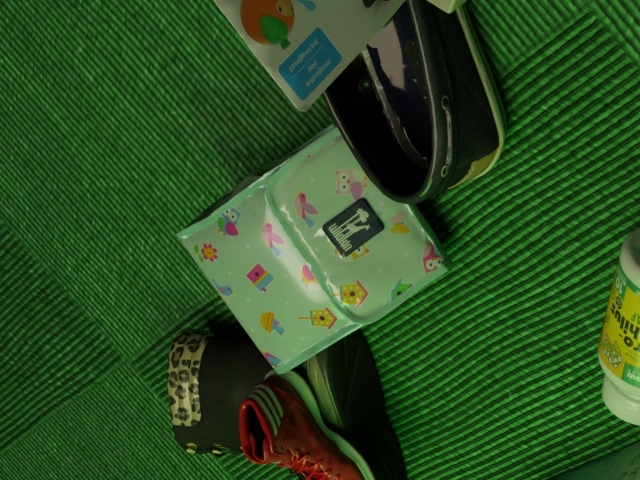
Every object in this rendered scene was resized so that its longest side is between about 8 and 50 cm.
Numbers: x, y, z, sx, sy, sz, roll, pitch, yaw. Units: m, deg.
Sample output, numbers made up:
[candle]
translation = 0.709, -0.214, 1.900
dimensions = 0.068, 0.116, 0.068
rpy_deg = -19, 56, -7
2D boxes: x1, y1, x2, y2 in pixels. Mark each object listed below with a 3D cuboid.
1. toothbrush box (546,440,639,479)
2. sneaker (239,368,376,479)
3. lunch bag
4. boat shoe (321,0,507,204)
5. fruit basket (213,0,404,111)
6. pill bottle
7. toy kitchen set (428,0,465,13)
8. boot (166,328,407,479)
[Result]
[toothbrush box]
translation = 0.396, 0.357, 1.743
dimensions = 0.216, 0.126, 0.295
rpy_deg = 49, 137, -4
[sneaker]
translation = -0.027, 0.274, 1.823
dimensions = 0.221, 0.128, 0.087
rpy_deg = 52, 127, 2
[lunch bag]
translation = 0.000, 0.000, 1.750
dimensions = 0.262, 0.160, 0.223
rpy_deg = -30, 98, 34
[boat shoe]
translation = 0.036, -0.260, 1.529
dimensions = 0.187, 0.156, 0.500
rpy_deg = -10, 114, 42
[fruit basket]
translation = -0.019, -0.351, 1.333
dimensions = 0.353, 0.327, 0.165
rpy_deg = 49, 152, -16
[pill bottle]
translation = 0.359, 0.094, 1.580
dimensions = 0.117, 0.117, 0.208
rpy_deg = 23, 133, 21
[toy kitchen set]
translation = 0.111, -0.350, 1.354
dimensions = 0.166, 0.122, 0.207
rpy_deg = 35, 135, 14
[boot]
translation = -0.046, 0.280, 2.003
dimensions = 0.284, 0.138, 0.377
rpy_deg = 3, 119, 33
